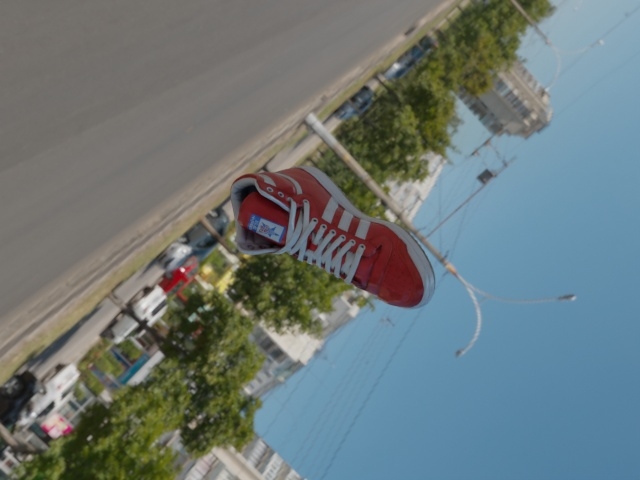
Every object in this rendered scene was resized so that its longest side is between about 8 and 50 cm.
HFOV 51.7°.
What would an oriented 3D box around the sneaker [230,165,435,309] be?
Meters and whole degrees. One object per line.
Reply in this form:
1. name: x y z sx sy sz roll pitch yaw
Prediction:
1. sneaker: 0.000 0.000 0.344 0.067 0.118 0.042 -9 130 -45
